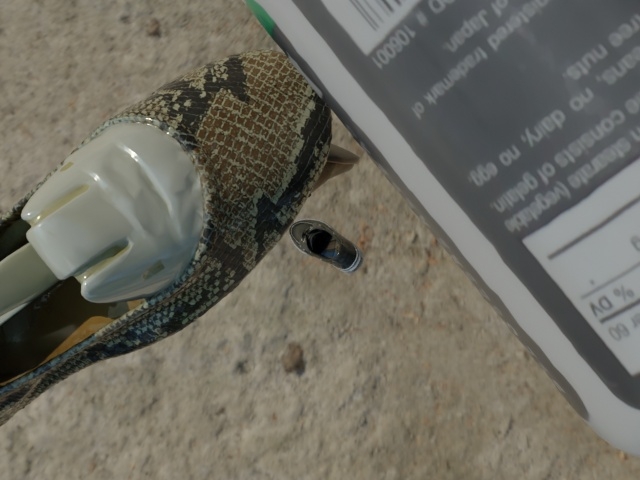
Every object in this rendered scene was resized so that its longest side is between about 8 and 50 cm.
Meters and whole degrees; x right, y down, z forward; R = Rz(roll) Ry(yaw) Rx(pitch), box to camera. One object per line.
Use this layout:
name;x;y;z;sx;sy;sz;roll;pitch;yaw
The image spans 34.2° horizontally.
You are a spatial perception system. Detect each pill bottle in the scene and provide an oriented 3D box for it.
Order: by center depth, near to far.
pill bottle;0.145;-0.042;0.436;0.204;0.204;0.361;-39;90;19

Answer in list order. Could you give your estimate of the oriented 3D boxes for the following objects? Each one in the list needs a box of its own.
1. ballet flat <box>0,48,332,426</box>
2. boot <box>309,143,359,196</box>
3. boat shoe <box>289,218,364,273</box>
ballet flat;-0.201;0.030;0.791;0.482;0.182;0.164;-35;83;24
boot;-0.042;-0.112;1.745;0.112;0.305;0.115;24;110;28
boat shoe;0.000;0.000;1.299;0.040;0.142;0.049;29;89;-39
